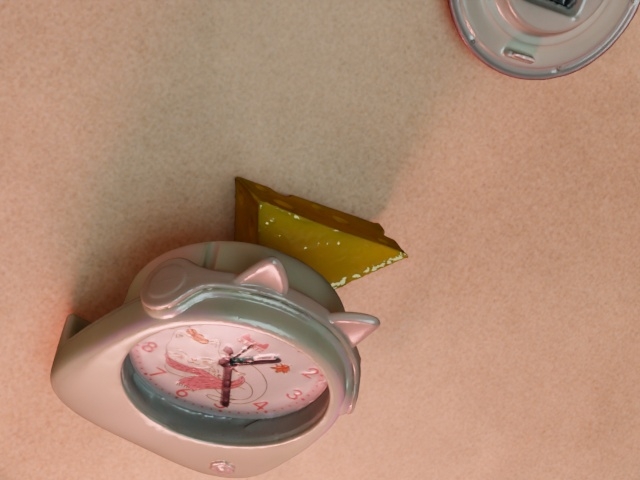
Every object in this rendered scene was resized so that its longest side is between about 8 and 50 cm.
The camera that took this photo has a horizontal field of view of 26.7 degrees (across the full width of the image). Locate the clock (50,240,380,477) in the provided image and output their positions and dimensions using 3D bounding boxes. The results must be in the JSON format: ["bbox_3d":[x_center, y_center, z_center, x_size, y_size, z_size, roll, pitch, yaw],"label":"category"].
[{"bbox_3d":[-0.090,0.111,1.354,0.265,0.109,0.324,33,133,-25],"label":"clock"}]

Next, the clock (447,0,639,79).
[{"bbox_3d":[0.244,-0.289,1.440,0.244,0.056,0.245,-7,112,-18],"label":"clock"}]

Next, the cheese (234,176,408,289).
[{"bbox_3d":[0.000,0.000,1.439,0.171,0.093,0.126,-3,111,-19],"label":"cheese"}]
